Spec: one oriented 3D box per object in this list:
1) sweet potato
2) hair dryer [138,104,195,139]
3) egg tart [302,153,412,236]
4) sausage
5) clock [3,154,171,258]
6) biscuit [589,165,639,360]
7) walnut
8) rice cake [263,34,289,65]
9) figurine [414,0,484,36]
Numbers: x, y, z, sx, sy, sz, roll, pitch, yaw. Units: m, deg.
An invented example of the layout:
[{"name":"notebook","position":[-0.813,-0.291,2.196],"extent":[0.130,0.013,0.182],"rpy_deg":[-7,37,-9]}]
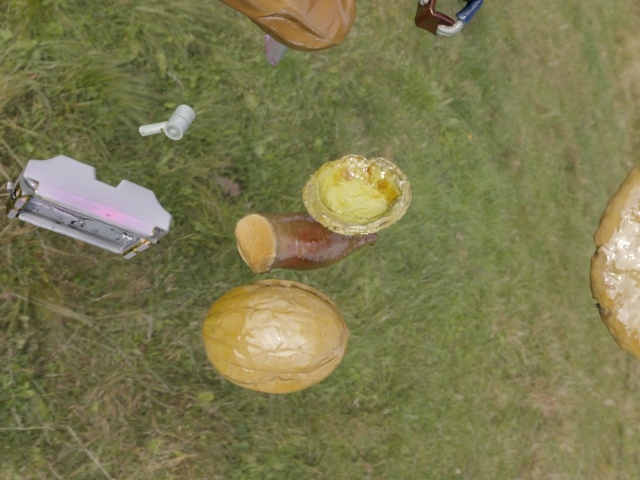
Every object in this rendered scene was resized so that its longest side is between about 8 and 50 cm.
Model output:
[{"name":"sweet potato","position":[-0.001,-0.003,1.332],"extent":[0.337,0.131,0.131],"rpy_deg":[-4,80,-34]},{"name":"hair dryer","position":[-0.363,-0.267,1.518],"extent":[0.082,0.137,0.047],"rpy_deg":[-73,147,-44]},{"name":"egg tart","position":[0.070,-0.076,1.241],"extent":[0.090,0.213,0.212],"rpy_deg":[86,21,-46]},{"name":"sausage","position":[-0.048,-0.272,0.636],"extent":[0.241,0.120,0.136],"rpy_deg":[14,70,-54]},{"name":"clock","position":[-0.395,-0.055,1.106],"extent":[0.253,0.186,0.083],"rpy_deg":[23,66,-28]},{"name":"biscuit","position":[0.704,0.034,1.177],"extent":[0.446,0.104,0.429],"rpy_deg":[8,98,-8]},{"name":"walnut","position":[-0.062,0.131,0.908],"extent":[0.159,0.207,0.159],"rpy_deg":[0,90,-82]},{"name":"rice cake","position":[-0.084,-0.495,1.482],"extent":[0.051,0.290,0.081],"rpy_deg":[-34,88,-22]},{"name":"figurine","position":[0.366,-0.595,1.571],"extent":[0.338,0.283,0.204],"rpy_deg":[-23,75,-51]}]
